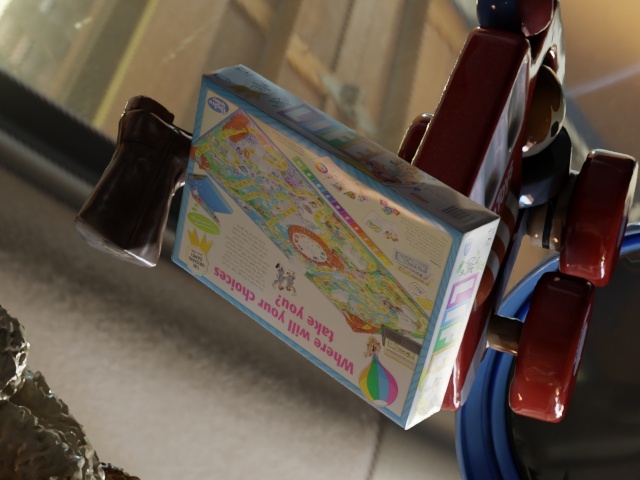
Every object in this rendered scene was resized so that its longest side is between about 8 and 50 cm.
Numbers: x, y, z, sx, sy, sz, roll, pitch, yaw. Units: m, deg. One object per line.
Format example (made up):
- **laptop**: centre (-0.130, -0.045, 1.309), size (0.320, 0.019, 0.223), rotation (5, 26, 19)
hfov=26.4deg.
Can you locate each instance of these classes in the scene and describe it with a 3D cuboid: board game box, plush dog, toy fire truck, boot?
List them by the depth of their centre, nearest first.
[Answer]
- **board game box**: centre (0.000, 0.000, 0.613), size (0.026, 0.154, 0.103), rotation (-22, -44, -45)
- **boot**: centre (-0.089, -0.020, 0.821), size (0.106, 0.037, 0.114), rotation (30, -135, -19)
- **plush dog**: centre (-0.205, 0.204, 0.878), size (0.211, 0.262, 0.225), rotation (25, -155, -28)
- **toy fire truck**: centre (0.117, -0.041, 0.919), size (0.253, 0.169, 0.302), rotation (86, -156, -49)

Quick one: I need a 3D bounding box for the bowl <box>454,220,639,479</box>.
- **bowl**: centre (0.311, 0.166, 1.152), size (0.391, 0.391, 0.077), rotation (66, -156, -5)
